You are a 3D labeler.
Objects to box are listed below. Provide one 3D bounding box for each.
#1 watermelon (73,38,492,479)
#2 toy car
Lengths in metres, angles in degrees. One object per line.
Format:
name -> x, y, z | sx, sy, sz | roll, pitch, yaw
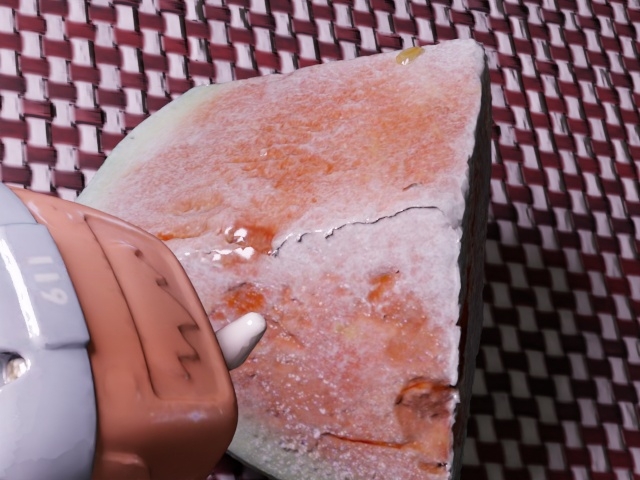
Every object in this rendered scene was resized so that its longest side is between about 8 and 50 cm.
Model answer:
watermelon -> 0.000, 0.000, 0.975 | 0.261, 0.201, 0.213 | 26, 43, -7
toy car -> -0.158, 0.094, 0.807 | 0.212, 0.270, 0.180 | 7, 50, -48
